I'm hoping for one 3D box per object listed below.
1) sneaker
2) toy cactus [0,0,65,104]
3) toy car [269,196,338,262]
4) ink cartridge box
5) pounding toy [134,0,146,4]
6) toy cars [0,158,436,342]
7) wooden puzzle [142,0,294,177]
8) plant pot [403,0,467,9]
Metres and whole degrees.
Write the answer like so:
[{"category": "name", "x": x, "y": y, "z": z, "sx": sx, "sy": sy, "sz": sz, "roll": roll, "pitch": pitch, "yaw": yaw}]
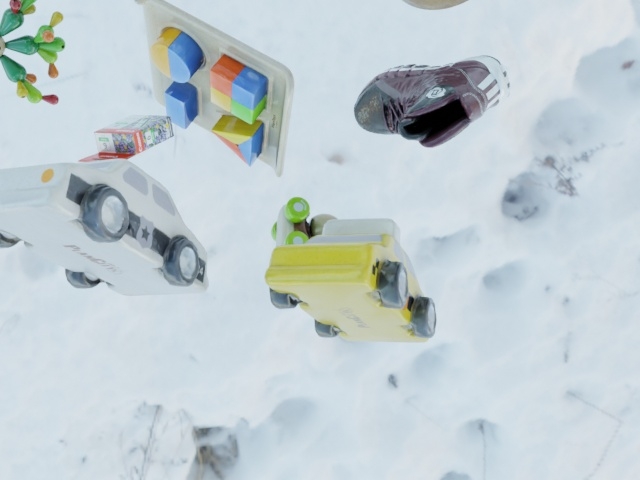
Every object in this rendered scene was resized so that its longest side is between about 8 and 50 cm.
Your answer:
[{"category": "sneaker", "x": 0.130, "y": -0.194, "z": 1.193, "sx": 0.281, "sy": 0.162, "sz": 0.106, "roll": -9, "pitch": 117, "yaw": 45}, {"category": "toy cactus", "x": -0.564, "y": -0.352, "z": 1.466, "sx": 0.180, "sy": 0.112, "sz": 0.219, "roll": -2, "pitch": 130, "yaw": -16}, {"category": "toy car", "x": 0.000, "y": 0.000, "z": 1.697, "sx": 0.188, "sy": 0.149, "sz": 0.155, "roll": 6, "pitch": 159, "yaw": -15}, {"category": "ink cartridge box", "x": -0.238, "y": -0.125, "z": 0.971, "sx": 0.062, "sy": 0.115, "sz": 0.029, "roll": 6, "pitch": 116, "yaw": 26}, {"category": "pounding toy", "x": -0.230, "y": -0.311, "z": 0.786, "sx": 0.181, "sy": 0.206, "sz": 0.094, "roll": 32, "pitch": 114, "yaw": 22}, {"category": "toy cars", "x": -0.061, "y": 0.001, "z": 0.599, "sx": 0.393, "sy": 0.087, "sz": 0.176, "roll": 15, "pitch": 158, "yaw": -25}, {"category": "wooden puzzle", "x": -0.210, "y": -0.279, "z": 1.513, "sx": 0.347, "sy": 0.080, "sz": 0.322, "roll": 34, "pitch": 155, "yaw": 10}, {"category": "plant pot", "x": 0.167, "y": -0.543, "z": 1.303, "sx": 0.237, "sy": 0.237, "sz": 0.254, "roll": -42, "pitch": 153, "yaw": 14}]
